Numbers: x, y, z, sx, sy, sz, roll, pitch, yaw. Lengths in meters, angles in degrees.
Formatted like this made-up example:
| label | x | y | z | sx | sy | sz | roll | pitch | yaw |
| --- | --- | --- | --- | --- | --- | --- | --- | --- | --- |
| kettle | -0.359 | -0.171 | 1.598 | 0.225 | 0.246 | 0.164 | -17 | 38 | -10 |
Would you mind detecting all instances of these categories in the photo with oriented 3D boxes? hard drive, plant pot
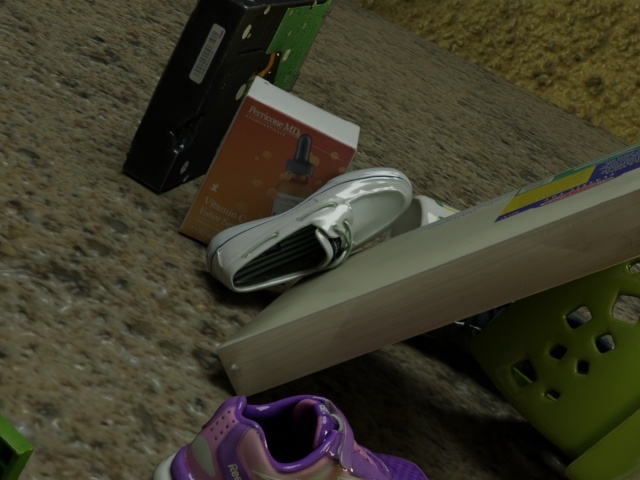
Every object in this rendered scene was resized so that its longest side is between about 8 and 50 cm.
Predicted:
| label | x | y | z | sx | sy | sz | roll | pitch | yaw |
| --- | --- | --- | --- | --- | --- | --- | --- | --- | --- |
| hard drive | -0.101 | -0.199 | 1.409 | 0.064 | 0.237 | 0.339 | 32 | 21 | 9 |
| plant pot | 0.317 | 0.143 | 1.107 | 0.228 | 0.227 | 0.207 | 36 | 18 | -41 |

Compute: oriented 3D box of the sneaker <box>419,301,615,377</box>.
| label | x | y | z | sx | sy | sz | roll | pitch | yaw |
| --- | --- | --- | --- | --- | --- | --- | --- | --- | --- |
| sneaker | 0.199 | 0.081 | 1.267 | 0.300 | 0.111 | 0.121 | 19 | -2 | -20 |

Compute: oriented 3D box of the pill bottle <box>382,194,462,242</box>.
| label | x | y | z | sx | sy | sz | roll | pitch | yaw |
| --- | --- | --- | --- | --- | --- | --- | --- | --- | --- |
| pill bottle | 0.184 | 0.035 | 1.391 | 0.208 | 0.118 | 0.117 | 22 | 21 | -17 |

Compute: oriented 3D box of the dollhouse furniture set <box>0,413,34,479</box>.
| label | x | y | z | sx | sy | sz | roll | pitch | yaw |
| --- | --- | --- | --- | --- | --- | --- | --- | --- | --- |
| dollhouse furniture set | -0.234 | 0.147 | 0.661 | 0.076 | 0.059 | 0.151 | 37 | 22 | 23 |

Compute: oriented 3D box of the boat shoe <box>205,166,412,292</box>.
| label | x | y | z | sx | sy | sz | roll | pitch | yaw |
| --- | --- | --- | --- | --- | --- | --- | --- | --- | --- |
| boat shoe | 0.000 | 0.000 | 1.172 | 0.226 | 0.083 | 0.076 | -25 | 33 | -10 |

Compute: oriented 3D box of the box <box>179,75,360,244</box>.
| label | x | y | z | sx | sy | sz | roll | pitch | yaw |
| --- | --- | --- | --- | --- | --- | --- | --- | --- | --- |
| box | -0.053 | -0.066 | 1.247 | 0.130 | 0.170 | 0.091 | 26 | 20 | -5 |

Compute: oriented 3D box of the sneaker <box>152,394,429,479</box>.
| label | x | y | z | sx | sy | sz | roll | pitch | yaw |
| --- | --- | --- | --- | --- | --- | --- | --- | --- | --- |
| sneaker | 0.000 | 0.166 | 0.859 | 0.236 | 0.104 | 0.095 | 14 | 23 | -36 |

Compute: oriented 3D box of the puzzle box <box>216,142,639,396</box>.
| label | x | y | z | sx | sy | sz | roll | pitch | yaw |
| --- | --- | --- | --- | --- | --- | --- | --- | --- | --- |
| puzzle box | 0.134 | 0.014 | 1.038 | 0.052 | 0.409 | 0.272 | 66 | 22 | -5 |
